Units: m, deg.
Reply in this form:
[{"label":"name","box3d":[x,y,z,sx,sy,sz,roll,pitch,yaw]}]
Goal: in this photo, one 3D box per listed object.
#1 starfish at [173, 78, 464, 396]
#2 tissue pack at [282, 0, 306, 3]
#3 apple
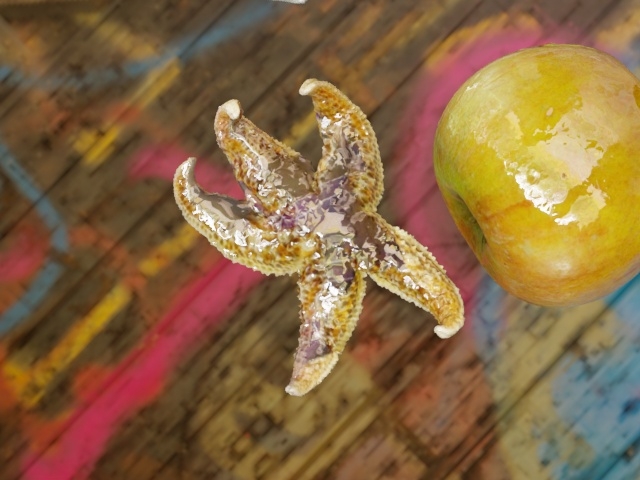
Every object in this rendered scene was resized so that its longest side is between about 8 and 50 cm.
[{"label":"starfish","box3d":[0.001,0.001,0.904,0.238,0.216,0.071,26,174,13]},{"label":"tissue pack","box3d":[-0.032,-0.150,0.432,0.085,0.079,0.111,-11,-112,-55]},{"label":"apple","box3d":[0.165,-0.048,0.854,0.182,0.155,0.182,63,174,11]}]
